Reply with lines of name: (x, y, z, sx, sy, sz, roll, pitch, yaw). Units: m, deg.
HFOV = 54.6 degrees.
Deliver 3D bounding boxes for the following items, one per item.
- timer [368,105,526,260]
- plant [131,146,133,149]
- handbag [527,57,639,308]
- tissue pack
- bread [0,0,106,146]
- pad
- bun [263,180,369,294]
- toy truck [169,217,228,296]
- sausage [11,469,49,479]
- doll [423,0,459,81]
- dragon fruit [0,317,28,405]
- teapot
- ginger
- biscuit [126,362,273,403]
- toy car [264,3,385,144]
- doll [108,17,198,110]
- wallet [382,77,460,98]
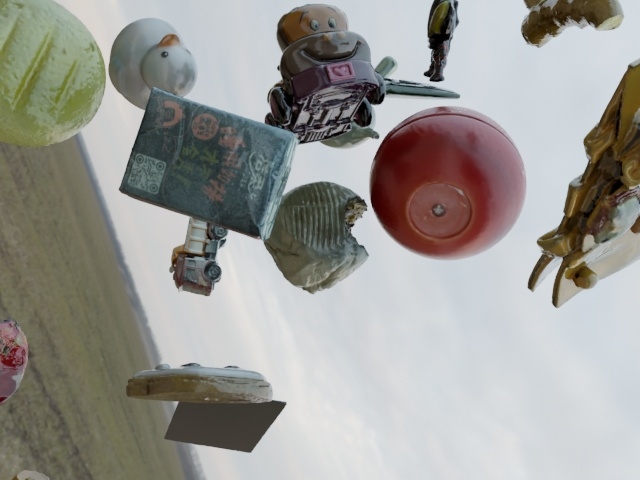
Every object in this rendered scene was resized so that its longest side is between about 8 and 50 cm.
timer: (0.305, -0.133, 1.512, 0.279, 0.377, 0.378, -66, 152, -54)
plant: (-0.403, -0.264, 1.844, 0.188, 0.276, 0.199, 48, -22, 11)
handbag: (0.439, -0.087, 0.843, 0.133, 0.282, 0.401, 49, -27, 30)
tissue pack: (-0.224, -0.152, 1.256, 0.103, 0.315, 0.228, 10, 98, -84)
bread: (-0.618, -0.354, 1.306, 0.237, 0.320, 0.321, 10, -58, 39)
pad: (-0.204, 0.374, 1.277, 0.300, 0.202, 0.005, 118, -19, -49)
bun: (-0.015, 0.002, 1.568, 0.282, 0.281, 0.205, 59, -24, 33)
toy truck: (-0.308, 0.001, 1.590, 0.114, 0.135, 0.271, 128, -30, -70)
sausage: (-0.716, 0.698, 1.424, 0.329, 0.112, 0.112, -69, -159, -1)
doll: (0.330, -0.567, 1.704, 0.127, 0.088, 0.249, 42, -47, 46)
dragon fruit: (-0.863, 0.328, 1.604, 0.189, 0.262, 0.163, 26, -12, 5)
teapot: (0.085, -0.416, 1.817, 0.149, 0.219, 0.319, 116, -9, -64)
ginger: (0.456, -0.415, 1.143, 0.299, 0.065, 0.118, -124, -160, -69)
biscuit: (-0.160, 0.200, 0.867, 0.208, 0.180, 0.049, -20, -117, 45)
toy car: (-0.014, -0.379, 1.448, 0.341, 0.271, 0.241, 131, -57, -69)
doll: (-0.391, -0.411, 1.510, 0.221, 0.221, 0.251, 62, -37, 26)
wallet: (0.253, -0.419, 1.728, 0.160, 0.235, 0.055, -128, -140, -67)
